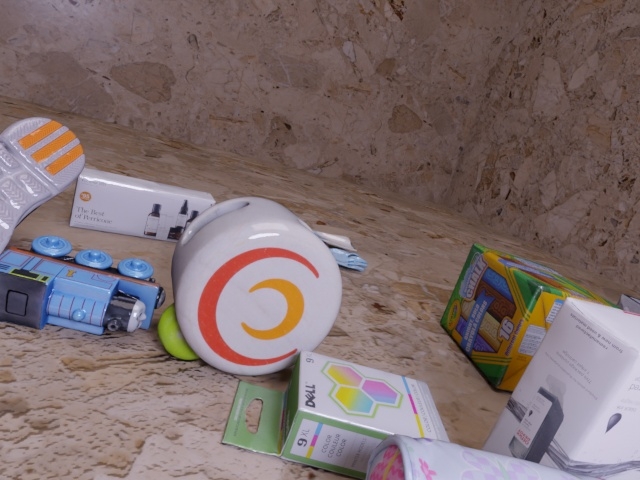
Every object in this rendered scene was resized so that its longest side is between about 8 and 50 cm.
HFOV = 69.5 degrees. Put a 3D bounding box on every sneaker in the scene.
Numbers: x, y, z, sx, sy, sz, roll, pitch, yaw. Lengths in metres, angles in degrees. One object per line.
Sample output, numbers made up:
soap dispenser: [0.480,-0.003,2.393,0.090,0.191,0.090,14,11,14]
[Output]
sneaker: [-0.437,-0.018,0.554,0.125,0.180,0.321,55,38,-18]

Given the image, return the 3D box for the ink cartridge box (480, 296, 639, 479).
ink cartridge box: [0.274,0.182,0.456,0.158,0.218,0.092,13,21,-20]

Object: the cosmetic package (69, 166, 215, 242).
cosmetic package: [-0.327,-0.059,0.861,0.238,0.099,0.060,9,16,-29]

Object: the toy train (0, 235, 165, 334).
toy train: [-0.278,0.058,0.535,0.184,0.080,0.105,17,23,-12]

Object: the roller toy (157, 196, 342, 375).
roller toy: [-0.080,0.050,0.566,0.209,0.191,0.146,11,15,-24]

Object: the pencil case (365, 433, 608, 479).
pencil case: [0.162,0.233,0.343,0.272,0.114,0.124,17,28,-6]

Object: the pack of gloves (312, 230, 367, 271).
pack of gloves: [0.000,0.000,1.106,0.231,0.046,0.195,10,21,-24]

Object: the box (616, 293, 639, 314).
box: [0.764,0.240,1.009,0.163,0.142,0.247,18,13,2]

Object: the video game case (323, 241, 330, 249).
video game case: [-0.037,0.007,1.149,0.121,0.011,0.087,15,14,-14]

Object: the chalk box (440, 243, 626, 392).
chalk box: [0.353,0.128,0.838,0.180,0.179,0.289,15,15,-13]

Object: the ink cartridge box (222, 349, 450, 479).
ink cartridge box: [0.016,0.176,0.476,0.209,0.062,0.109,17,15,-5]
